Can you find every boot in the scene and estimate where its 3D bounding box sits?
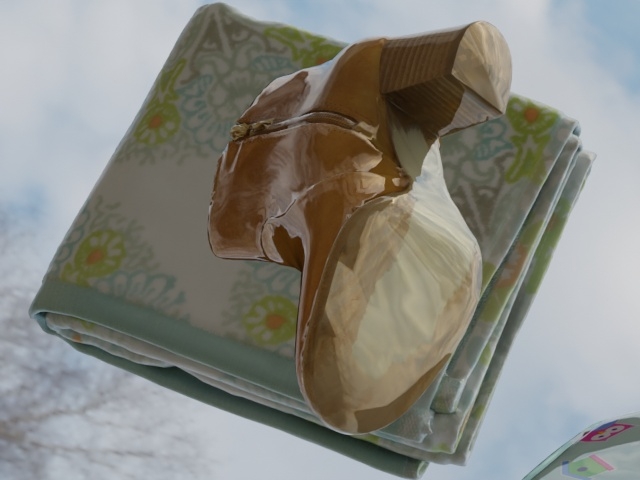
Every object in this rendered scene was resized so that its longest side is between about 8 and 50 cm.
[{"bbox_3d":[0.000,-0.001,1.092,0.211,0.104,0.295,-15,-136,47],"label":"boot"}]

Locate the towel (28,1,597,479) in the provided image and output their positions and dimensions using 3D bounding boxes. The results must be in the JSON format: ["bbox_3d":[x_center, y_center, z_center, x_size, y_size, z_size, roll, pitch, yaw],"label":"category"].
[{"bbox_3d":[-0.003,-0.008,1.410,0.374,0.090,0.321,19,-116,18],"label":"towel"}]

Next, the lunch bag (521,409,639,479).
[{"bbox_3d":[0.254,0.163,0.976,0.279,0.224,0.108,-3,-78,32],"label":"lunch bag"}]
